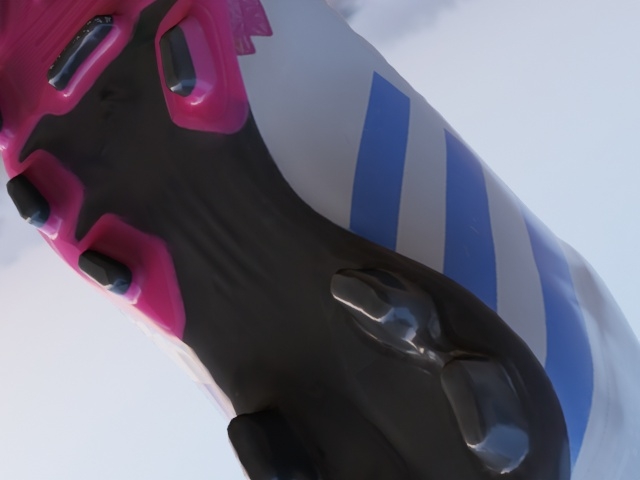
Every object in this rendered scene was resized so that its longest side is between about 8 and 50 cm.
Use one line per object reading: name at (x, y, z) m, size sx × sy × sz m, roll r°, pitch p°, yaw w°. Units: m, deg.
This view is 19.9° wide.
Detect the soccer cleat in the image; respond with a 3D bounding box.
soccer cleat at (0.000, 0.000, 0.570) m, size 0.143 × 0.331 × 0.116 m, roll 17°, pitch 119°, yaw -47°
